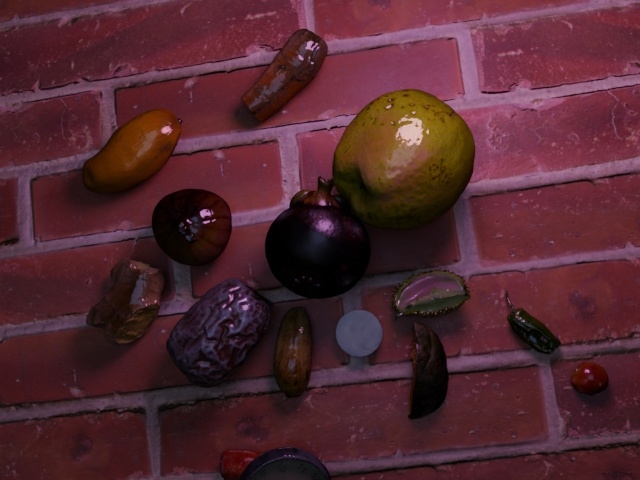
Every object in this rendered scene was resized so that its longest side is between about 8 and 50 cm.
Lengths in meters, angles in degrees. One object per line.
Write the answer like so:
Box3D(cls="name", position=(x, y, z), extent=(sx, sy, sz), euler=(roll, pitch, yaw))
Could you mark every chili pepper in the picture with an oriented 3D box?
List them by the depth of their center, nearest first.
Box3D(cls="chili pepper", position=(0.571, 0.237, 1.831), extent=(0.204, 0.073, 0.072), euler=(43, 103, 11))
Box3D(cls="chili pepper", position=(-0.185, 0.639, 1.857), extent=(0.192, 0.084, 0.086), euler=(1, 99, 11))

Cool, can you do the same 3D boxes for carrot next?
Box3D(cls="carrot", position=(-0.103, -0.494, 1.972), extent=(0.302, 0.139, 0.138), euler=(-43, 80, 10))

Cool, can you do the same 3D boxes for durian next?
Box3D(cls="durian", position=(0.305, 0.161, 1.859), extent=(0.221, 0.095, 0.137), euler=(-13, 46, 7))

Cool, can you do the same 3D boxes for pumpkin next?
Box3D(cls="pumpkin", position=(0.298, 0.360, 1.796), extent=(0.112, 0.163, 0.278), euler=(3, 84, 8))

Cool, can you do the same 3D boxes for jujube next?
Box3D(cls="jujube", position=(-0.282, 0.257, 1.858), extent=(0.226, 0.226, 0.317), euler=(43, 84, 10))

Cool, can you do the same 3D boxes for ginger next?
Box3D(cls="ginger", position=(-0.572, 0.168, 1.942), extent=(0.276, 0.130, 0.221), euler=(-37, 70, 2))

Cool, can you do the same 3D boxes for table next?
Box3D(cls="table", position=(0.112, 0.265, 1.890), extent=(0.134, 0.043, 0.133), euler=(-1, 83, 7))

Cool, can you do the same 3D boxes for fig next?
Box3D(cls="fig", position=(-0.372, -0.045, 1.911), extent=(0.235, 0.214, 0.234), euler=(-11, 61, 21))

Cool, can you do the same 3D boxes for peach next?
Box3D(cls="peach", position=(0.738, 0.378, 1.795), extent=(0.098, 0.061, 0.098), euler=(-1, 75, 6))

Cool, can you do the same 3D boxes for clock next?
Box3D(cls="clock", position=(-0.095, 0.710, 1.805), extent=(0.281, 0.055, 0.280), euler=(-1, 94, -11))

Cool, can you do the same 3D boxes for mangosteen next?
Box3D(cls="mangosteen", position=(-0.010, 0.011, 1.832), extent=(0.297, 0.313, 0.296), euler=(-4, 123, -6))

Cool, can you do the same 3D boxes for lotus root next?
Box3D(cls="lotus root", position=(-0.079, 0.319, 1.881), extent=(0.110, 0.097, 0.258), euler=(-1, 79, 9))

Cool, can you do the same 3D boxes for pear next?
Box3D(cls="pear", position=(0.217, -0.204, 1.771), extent=(0.392, 0.391, 0.390), euler=(-1, 83, 6))

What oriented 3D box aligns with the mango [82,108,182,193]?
Box3D(cls="mango", position=(-0.565, -0.260, 1.988), extent=(0.359, 0.144, 0.187), euler=(-42, 68, 6))
